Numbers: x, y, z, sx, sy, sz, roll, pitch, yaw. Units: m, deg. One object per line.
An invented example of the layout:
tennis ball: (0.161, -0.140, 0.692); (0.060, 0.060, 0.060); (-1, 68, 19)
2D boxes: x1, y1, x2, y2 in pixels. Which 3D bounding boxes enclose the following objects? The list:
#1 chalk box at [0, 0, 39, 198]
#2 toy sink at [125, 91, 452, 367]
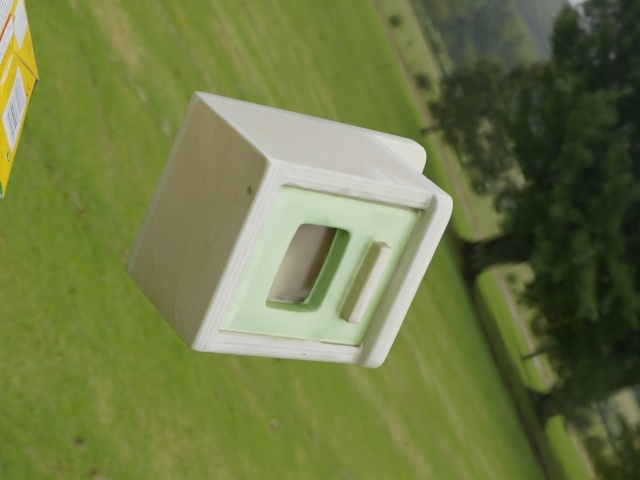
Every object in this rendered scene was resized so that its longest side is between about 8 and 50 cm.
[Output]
chalk box: (-0.307, -0.119, 0.872); (0.132, 0.213, 0.132); (92, 2, -47)
toy sink: (0.000, 0.000, 1.017); (0.234, 0.153, 0.131); (10, 22, -39)
